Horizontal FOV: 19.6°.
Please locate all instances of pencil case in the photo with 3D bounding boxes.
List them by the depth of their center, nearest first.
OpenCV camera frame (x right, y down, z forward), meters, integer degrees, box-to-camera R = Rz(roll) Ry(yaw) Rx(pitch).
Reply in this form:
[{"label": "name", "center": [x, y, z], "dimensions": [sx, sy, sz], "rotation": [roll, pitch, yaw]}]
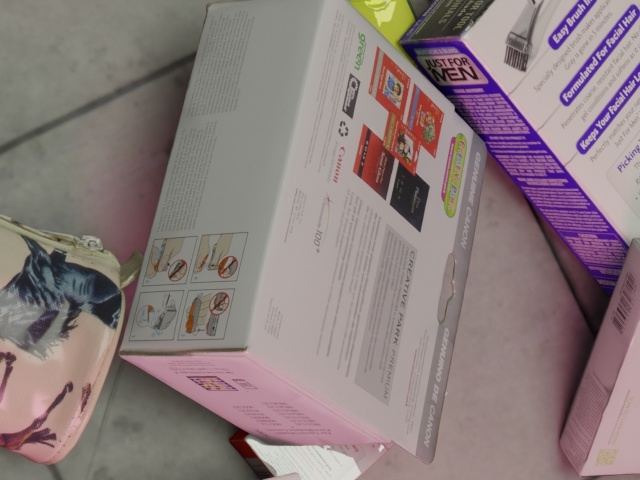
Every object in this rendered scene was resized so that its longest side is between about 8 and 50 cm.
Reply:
[{"label": "pencil case", "center": [-0.344, 0.009, 1.399], "dimensions": [0.410, 0.160, 0.184], "rotation": [27, 83, -16]}]

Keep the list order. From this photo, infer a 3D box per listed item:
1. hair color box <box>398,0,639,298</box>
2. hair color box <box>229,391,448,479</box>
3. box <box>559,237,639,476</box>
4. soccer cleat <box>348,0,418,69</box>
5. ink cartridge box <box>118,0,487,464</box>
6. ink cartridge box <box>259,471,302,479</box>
[{"label": "hair color box", "center": [0.247, -0.119, 1.632], "dimensions": [0.185, 0.110, 0.339], "rotation": [-50, 116, -18]}, {"label": "hair color box", "center": [0.016, 0.150, 1.578], "dimensions": [0.167, 0.053, 0.093], "rotation": [-40, 97, -18]}, {"label": "box", "center": [0.393, 0.104, 1.652], "dimensions": [0.322, 0.058, 0.232], "rotation": [1, 125, -20]}, {"label": "soccer cleat", "center": [0.031, -0.275, 1.592], "dimensions": [0.093, 0.121, 0.289], "rotation": [-13, 89, -22]}, {"label": "ink cartridge box", "center": [0.000, 0.000, 1.494], "dimensions": [0.272, 0.130, 0.309], "rotation": [38, 57, -47]}, {"label": "ink cartridge box", "center": [-0.126, 0.316, 1.444], "dimensions": [0.283, 0.117, 0.207], "rotation": [-11, 69, -20]}]
